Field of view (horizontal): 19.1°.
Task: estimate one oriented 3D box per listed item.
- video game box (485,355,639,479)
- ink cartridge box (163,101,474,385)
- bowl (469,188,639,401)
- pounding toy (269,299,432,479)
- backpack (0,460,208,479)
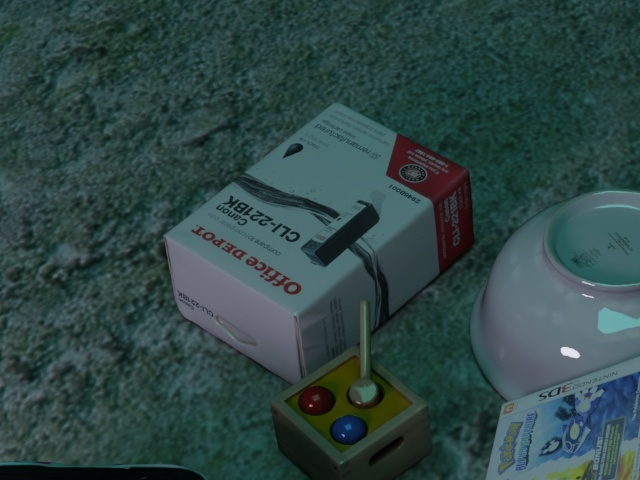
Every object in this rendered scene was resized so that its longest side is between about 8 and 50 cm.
[{"bbox_3d":[0.232,0.208,1.723,0.187,0.048,0.205,-26,31,36],"label":"video game box"},{"bbox_3d":[0.000,0.000,1.994,0.197,0.114,0.273,30,56,33],"label":"ink cartridge box"},{"bbox_3d":[0.295,0.043,1.892,0.297,0.134,0.298,-4,42,4],"label":"bowl"},{"bbox_3d":[0.034,0.157,1.833,0.141,0.100,0.130,-32,48,-23],"label":"pounding toy"},{"bbox_3d":[-0.224,0.304,1.649,0.253,0.191,0.225,7,42,5],"label":"backpack"}]
